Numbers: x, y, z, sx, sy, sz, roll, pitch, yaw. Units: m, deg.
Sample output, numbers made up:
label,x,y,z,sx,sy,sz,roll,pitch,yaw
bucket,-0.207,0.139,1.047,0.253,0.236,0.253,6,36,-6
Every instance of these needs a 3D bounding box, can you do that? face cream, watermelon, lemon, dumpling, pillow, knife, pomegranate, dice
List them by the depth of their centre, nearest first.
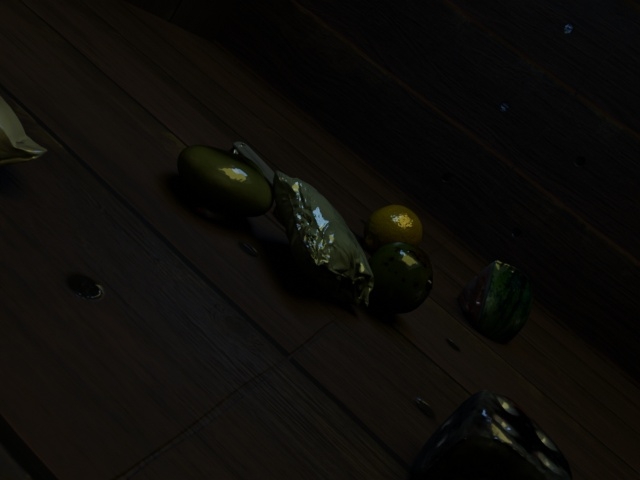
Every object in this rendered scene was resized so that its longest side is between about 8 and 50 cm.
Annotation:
label,x,y,z,sx,sy,sz,roll,pitch,yaw
dumpling,-0.520,-0.181,0.804,0.250,0.132,0.162,24,24,-39
dice,0.263,0.358,0.885,0.182,0.181,0.183,43,16,12
face cream,-0.246,-0.063,1.253,0.040,0.021,0.083,43,16,28
pillow,0.000,0.000,1.323,0.283,0.138,0.310,47,13,-46
pomegranate,0.169,0.091,1.458,0.248,0.202,0.202,13,5,26
knife,-0.193,-0.220,1.778,0.265,0.040,0.073,45,29,23
lemon,0.245,-0.027,1.918,0.244,0.186,0.187,-17,50,-32
watermelon,0.628,0.263,2.009,0.292,0.319,0.222,27,53,-13

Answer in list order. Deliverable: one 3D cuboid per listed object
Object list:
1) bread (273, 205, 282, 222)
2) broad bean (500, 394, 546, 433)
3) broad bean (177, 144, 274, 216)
label,x,y,z,sx,sy,sz,roll,pitch,yaw
bread,-0.077,-0.079,1.571,0.083,0.070,0.076,11,29,-52
broad bean,0.443,0.421,1.269,0.165,0.084,0.114,38,10,-20
broad bean,-0.213,-0.142,1.330,0.238,0.119,0.291,35,9,6
